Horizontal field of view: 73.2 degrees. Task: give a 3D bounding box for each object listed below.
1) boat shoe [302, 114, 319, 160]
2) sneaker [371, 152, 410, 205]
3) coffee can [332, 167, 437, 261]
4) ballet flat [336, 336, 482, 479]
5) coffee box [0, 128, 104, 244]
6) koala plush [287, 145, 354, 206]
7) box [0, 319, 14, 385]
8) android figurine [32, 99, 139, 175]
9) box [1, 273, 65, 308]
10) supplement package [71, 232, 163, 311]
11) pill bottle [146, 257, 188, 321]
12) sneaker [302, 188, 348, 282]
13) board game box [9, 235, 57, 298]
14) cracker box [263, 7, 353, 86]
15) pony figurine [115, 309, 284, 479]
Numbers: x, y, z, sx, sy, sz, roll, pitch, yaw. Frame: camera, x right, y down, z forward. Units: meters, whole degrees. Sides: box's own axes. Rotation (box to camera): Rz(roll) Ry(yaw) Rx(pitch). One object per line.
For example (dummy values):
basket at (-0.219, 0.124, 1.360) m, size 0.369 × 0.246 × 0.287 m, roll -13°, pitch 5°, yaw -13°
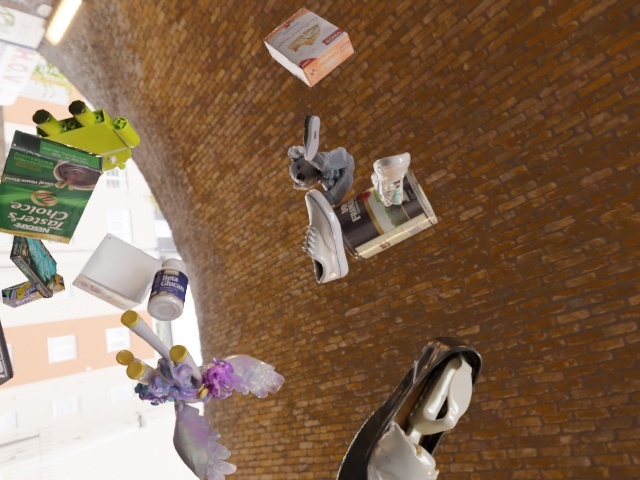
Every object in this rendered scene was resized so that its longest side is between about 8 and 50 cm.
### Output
boat shoe at (-0.033, -0.313, 1.309) m, size 0.040 × 0.049 × 0.142 m, roll 31°, pitch -51°, yaw 28°
sneaker at (0.159, -0.125, 0.939) m, size 0.080 × 0.212 × 0.094 m, roll -12°, pitch -96°, yaw 2°
coffee can at (0.204, -0.081, 1.380) m, size 0.275 × 0.201 × 0.202 m, roll -28°, pitch -111°, yaw 17°
ballet flat at (0.114, 0.232, 0.535) m, size 0.095 × 0.280 × 0.096 m, roll 42°, pitch -23°, yaw -8°
coffee box at (-0.403, -0.068, 0.632) m, size 0.184 × 0.113 × 0.040 m, roll -42°, pitch -132°, yaw 34°
koala plush at (-0.013, -0.240, 1.509) m, size 0.221 × 0.203 × 0.196 m, roll 6°, pitch -57°, yaw 32°
box at (-0.633, 0.096, 0.592) m, size 0.097 × 0.318 × 0.395 m, roll 2°, pitch -74°, yaw 14°
android figurine at (-0.604, -0.250, 1.120) m, size 0.273 × 0.248 × 0.056 m, roll 94°, pitch -22°, yaw -69°
box at (-0.929, 0.160, 1.398) m, size 0.059 × 0.168 × 0.054 m, roll 92°, pitch -24°, yaw -66°
supplement package at (-0.638, 0.107, 1.357) m, size 0.203 × 0.194 × 0.149 m, roll -23°, pitch -141°, yaw 51°
pill bottle at (-0.415, 0.130, 1.188) m, size 0.094 × 0.094 × 0.169 m, roll -52°, pitch -150°, yaw 31°
sneaker at (0.000, 0.000, 1.086) m, size 0.094 × 0.091 × 0.258 m, roll 28°, pitch -39°, yaw 57°
board game box at (-0.758, 0.054, 1.147) m, size 0.186 × 0.026 × 0.126 m, roll 93°, pitch -18°, yaw -51°
cracker box at (-0.038, -0.547, 1.210) m, size 0.155 × 0.067 × 0.232 m, roll -40°, pitch -125°, yaw -2°
pony figurine at (-0.315, 0.353, 1.057) m, size 0.350 × 0.363 × 0.303 m, roll 21°, pitch -119°, yaw 31°
